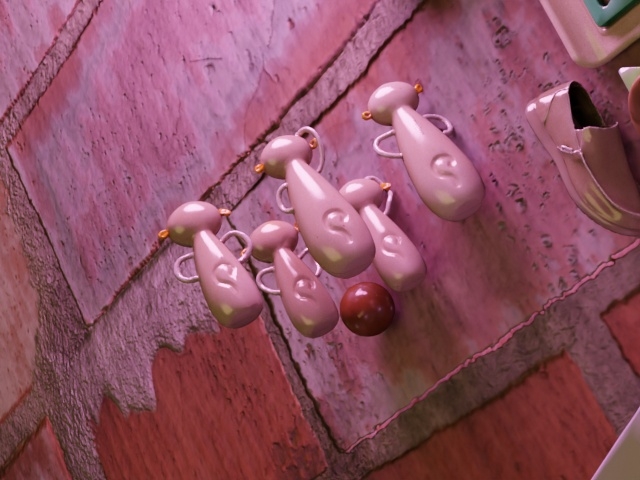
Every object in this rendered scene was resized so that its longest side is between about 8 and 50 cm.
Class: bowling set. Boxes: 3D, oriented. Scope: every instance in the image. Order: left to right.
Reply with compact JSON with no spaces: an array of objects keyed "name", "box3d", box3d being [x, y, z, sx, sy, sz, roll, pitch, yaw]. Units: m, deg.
[{"name":"bowling set","box3d":[0.000,0.000,1.021,0.154,0.287,0.200,59,165,29]}]

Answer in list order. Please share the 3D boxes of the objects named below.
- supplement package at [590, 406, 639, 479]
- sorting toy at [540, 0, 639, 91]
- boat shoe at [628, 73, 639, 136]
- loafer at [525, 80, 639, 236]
[{"name":"supplement package","box3d":[0.297,0.174,0.663,0.199,0.198,0.262,51,157,26]},{"name":"sorting toy","box3d":[0.228,-0.258,0.838,0.196,0.047,0.347,-38,70,41]},{"name":"boat shoe","box3d":[0.364,-0.118,0.665,0.342,0.123,0.123,-6,122,46]},{"name":"loafer","box3d":[0.218,-0.068,0.871,0.148,0.056,0.050,57,137,22]}]
